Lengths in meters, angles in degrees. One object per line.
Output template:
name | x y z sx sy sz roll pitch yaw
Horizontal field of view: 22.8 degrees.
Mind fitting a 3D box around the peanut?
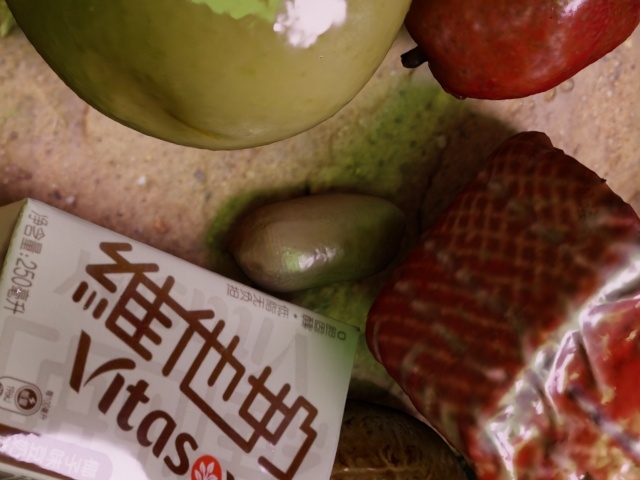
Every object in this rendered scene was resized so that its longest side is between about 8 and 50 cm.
peanut | 0.000 0.000 1.290 0.152 0.076 0.076 -9 121 -17

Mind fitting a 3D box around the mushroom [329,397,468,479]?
mushroom | 0.026 0.262 1.405 0.253 0.153 0.253 -13 118 -27

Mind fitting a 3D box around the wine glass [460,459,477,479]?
wine glass | 0.197 0.273 1.448 0.111 0.204 0.111 -11 123 -18

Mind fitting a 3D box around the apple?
apple | -0.067 -0.201 1.046 0.257 0.233 0.295 24 105 -37

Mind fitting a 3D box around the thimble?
thimble | 0.208 0.095 1.278 0.230 0.350 0.350 -47 125 7

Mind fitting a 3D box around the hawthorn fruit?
hawthorn fruit | 0.140 -0.193 1.191 0.202 0.185 0.185 -40 128 22

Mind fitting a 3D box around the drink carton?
drink carton | -0.141 0.112 1.206 0.324 0.132 0.194 23 71 -33
